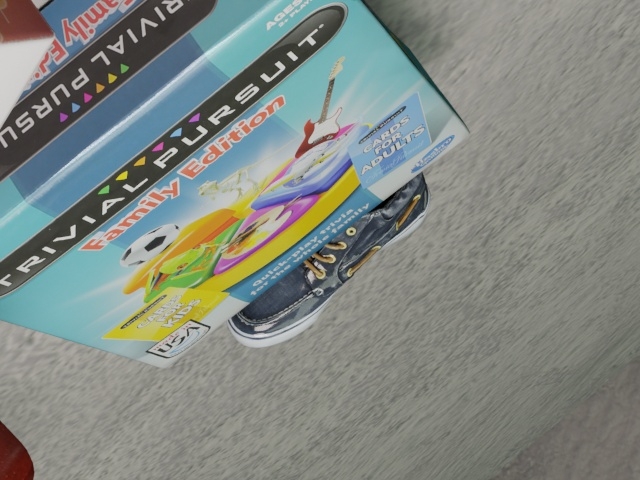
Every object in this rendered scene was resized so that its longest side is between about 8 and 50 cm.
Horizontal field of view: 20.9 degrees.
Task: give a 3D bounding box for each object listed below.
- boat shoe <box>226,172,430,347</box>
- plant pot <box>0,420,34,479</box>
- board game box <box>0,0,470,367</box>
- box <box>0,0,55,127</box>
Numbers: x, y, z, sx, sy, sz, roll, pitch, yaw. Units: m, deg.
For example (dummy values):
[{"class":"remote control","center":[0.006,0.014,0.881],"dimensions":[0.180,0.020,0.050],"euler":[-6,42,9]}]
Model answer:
[{"class":"boat shoe","center":[0.000,0.000,1.248],"dimensions":[0.183,0.065,0.083],"euler":[-40,162,-7]},{"class":"plant pot","center":[-0.293,0.139,0.787],"dimensions":[0.236,0.267,0.267],"euler":[-37,168,-45]},{"class":"board game box","center":[-0.069,-0.048,0.963],"dimensions":[0.254,0.079,0.336],"euler":[-38,162,7]},{"class":"box","center":[-0.200,-0.076,0.570],"dimensions":[0.170,0.130,0.091],"euler":[-16,153,-48]}]
